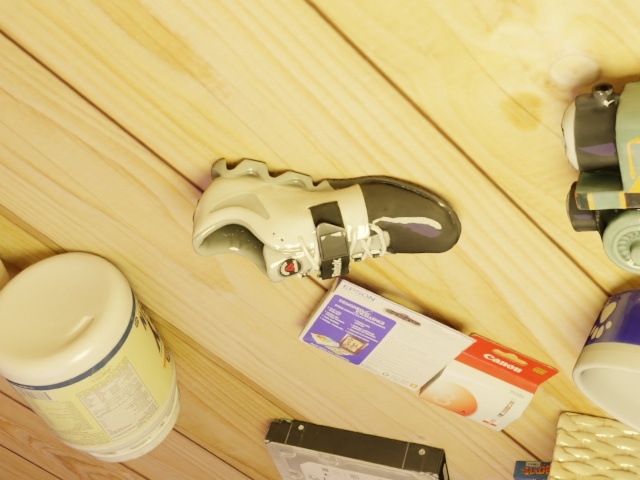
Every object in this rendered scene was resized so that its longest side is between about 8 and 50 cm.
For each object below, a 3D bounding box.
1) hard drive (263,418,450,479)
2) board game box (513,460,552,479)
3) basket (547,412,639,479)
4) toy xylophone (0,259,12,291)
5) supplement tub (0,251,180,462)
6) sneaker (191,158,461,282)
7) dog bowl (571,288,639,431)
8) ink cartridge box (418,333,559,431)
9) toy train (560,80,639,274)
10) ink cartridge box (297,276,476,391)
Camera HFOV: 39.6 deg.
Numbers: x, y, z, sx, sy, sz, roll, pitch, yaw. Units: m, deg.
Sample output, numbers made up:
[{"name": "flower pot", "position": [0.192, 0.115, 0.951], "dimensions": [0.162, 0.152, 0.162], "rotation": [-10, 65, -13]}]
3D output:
[{"name": "hard drive", "position": [0.077, 0.447, 1.710], "dimensions": [0.339, 0.064, 0.236], "rotation": [8, 143, 19]}, {"name": "board game box", "position": [0.448, 0.426, 1.514], "dimensions": [0.201, 0.035, 0.136], "rotation": [-7, 137, 34]}, {"name": "basket", "position": [0.469, 0.463, 1.262], "dimensions": [0.332, 0.328, 0.266], "rotation": [9, 127, 18]}, {"name": "toy xylophone", "position": [-0.579, 0.081, 1.376], "dimensions": [0.081, 0.322, 0.236], "rotation": [-17, 102, 15]}, {"name": "supplement tub", "position": [-0.374, 0.202, 1.456], "dimensions": [0.236, 0.235, 0.324], "rotation": [7, 143, 19]}, {"name": "sneaker", "position": [0.000, 0.000, 1.077], "dimensions": [0.331, 0.146, 0.122], "rotation": [7, 142, 17]}, {"name": "dog bowl", "position": [0.440, 0.166, 1.039], "dimensions": [0.265, 0.104, 0.265], "rotation": [26, 164, 8]}, {"name": "ink cartridge box", "position": [0.248, 0.217, 1.328], "dimensions": [0.146, 0.045, 0.179], "rotation": [24, 148, -6]}, {"name": "toy train", "position": [0.383, -0.072, 0.801], "dimensions": [0.334, 0.142, 0.190], "rotation": [0, 128, 30]}, {"name": "ink cartridge box", "position": [0.095, 0.129, 1.285], "dimensions": [0.206, 0.045, 0.208], "rotation": [25, 146, -6]}]
